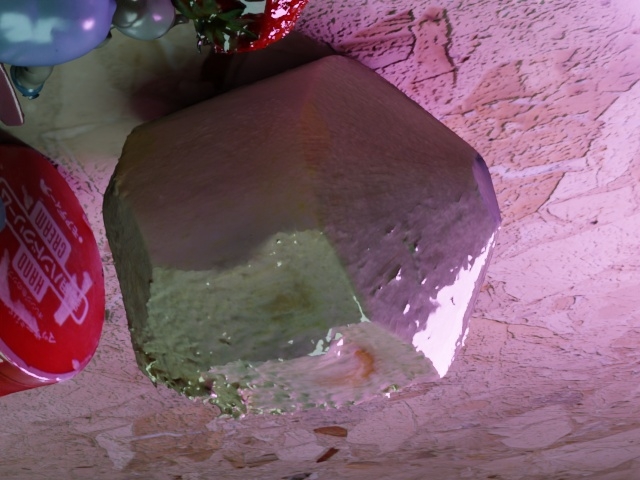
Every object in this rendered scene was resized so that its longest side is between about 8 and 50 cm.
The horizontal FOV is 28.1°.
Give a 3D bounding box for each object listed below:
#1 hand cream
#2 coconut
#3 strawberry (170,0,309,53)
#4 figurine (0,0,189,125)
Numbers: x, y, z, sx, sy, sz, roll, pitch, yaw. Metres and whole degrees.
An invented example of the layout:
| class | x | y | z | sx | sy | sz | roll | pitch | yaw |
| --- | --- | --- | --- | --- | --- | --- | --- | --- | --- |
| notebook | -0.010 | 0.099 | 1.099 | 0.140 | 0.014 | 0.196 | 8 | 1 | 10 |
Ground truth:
| class | x | y | z | sx | sy | sz | roll | pitch | yaw |
| --- | --- | --- | --- | --- | --- | --- | --- | --- | --- |
| hand cream | -0.312 | 0.035 | 1.149 | 0.149 | 0.230 | 0.230 | -17 | 155 | 19 |
| coconut | 0.000 | 0.000 | 1.062 | 0.310 | 0.297 | 0.297 | -14 | 156 | 28 |
| strawberry | -0.052 | -0.182 | 0.869 | 0.106 | 0.106 | 0.106 | -5 | 157 | -2 |
| figurine | -0.191 | -0.144 | 0.905 | 0.205 | 0.102 | 0.260 | 5 | 165 | -18 |
